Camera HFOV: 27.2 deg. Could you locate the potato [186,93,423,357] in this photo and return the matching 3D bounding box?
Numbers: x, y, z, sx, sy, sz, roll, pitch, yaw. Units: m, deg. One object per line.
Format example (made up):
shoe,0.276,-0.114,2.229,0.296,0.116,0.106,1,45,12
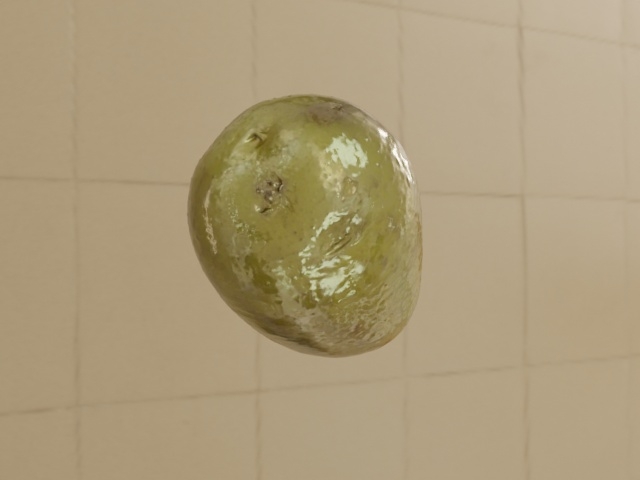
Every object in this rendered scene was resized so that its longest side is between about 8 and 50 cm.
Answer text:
potato,0.000,0.000,1.042,0.251,0.174,0.159,60,23,-47
